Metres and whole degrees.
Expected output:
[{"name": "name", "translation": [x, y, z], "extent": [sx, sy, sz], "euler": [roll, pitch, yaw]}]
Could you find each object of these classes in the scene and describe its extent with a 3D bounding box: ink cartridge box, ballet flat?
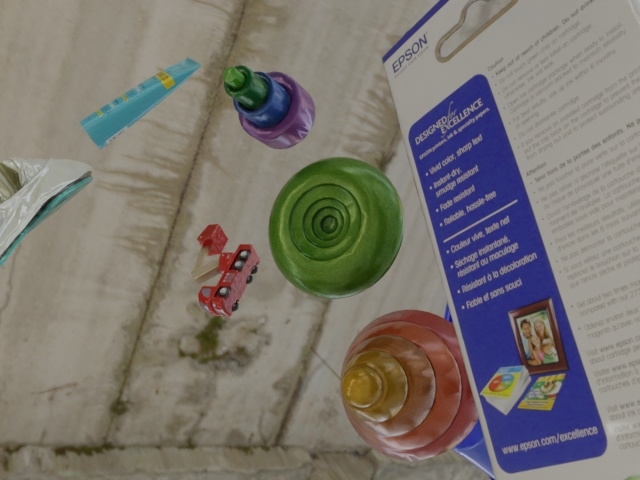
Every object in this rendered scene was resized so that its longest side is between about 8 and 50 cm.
[{"name": "ink cartridge box", "translation": [0.148, -0.001, 0.379], "extent": [0.069, 0.371, 0.176], "euler": [2, -25, -37]}, {"name": "ballet flat", "translation": [-0.491, -0.054, 1.030], "extent": [0.139, 0.400, 0.139], "euler": [6, -57, 9]}]

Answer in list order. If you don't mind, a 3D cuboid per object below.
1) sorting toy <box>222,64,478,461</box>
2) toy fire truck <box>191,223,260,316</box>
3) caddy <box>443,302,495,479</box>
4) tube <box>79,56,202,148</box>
[{"name": "sorting toy", "translation": [0.000, 0.000, 0.525], "extent": [0.127, 0.365, 0.126], "euler": [-30, -20, 16]}, {"name": "toy fire truck", "translation": [-0.184, 0.051, 1.191], "extent": [0.047, 0.135, 0.192], "euler": [65, -143, -39]}, {"name": "caddy", "translation": [0.289, 0.160, 0.838], "extent": [0.179, 0.241, 0.341], "euler": [36, -123, -34]}, {"name": "tube", "translation": [-0.282, -0.225, 1.051], "extent": [0.207, 0.080, 0.052], "euler": [-38, -50, -8]}]
